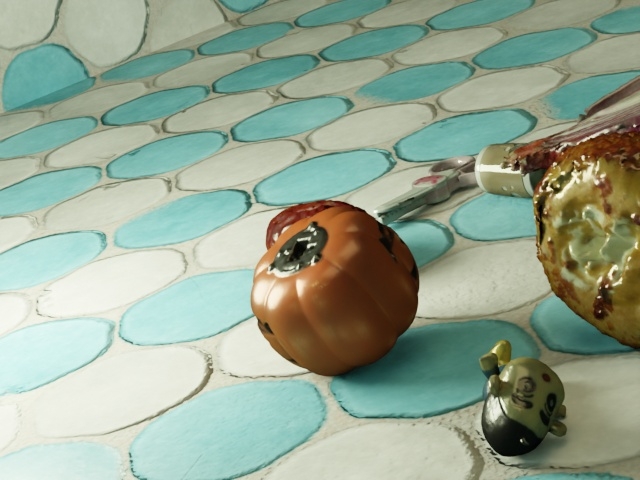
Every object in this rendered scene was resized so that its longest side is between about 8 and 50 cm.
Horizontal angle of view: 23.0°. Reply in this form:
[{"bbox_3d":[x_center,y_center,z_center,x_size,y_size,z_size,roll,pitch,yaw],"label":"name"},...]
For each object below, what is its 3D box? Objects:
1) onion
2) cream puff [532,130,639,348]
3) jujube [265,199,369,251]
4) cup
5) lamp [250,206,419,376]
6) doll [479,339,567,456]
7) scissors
[{"bbox_3d":[0.412,-0.113,1.959,0.349,0.159,0.267,-26,8,13],"label":"onion"},{"bbox_3d":[0.335,-0.005,1.599,0.164,0.240,0.240,-20,19,-36],"label":"cream puff"},{"bbox_3d":[0.000,0.000,1.998,0.112,0.109,0.176,14,-1,-34],"label":"jujube"},{"bbox_3d":[0.273,-0.101,2.125,0.099,0.074,0.102,6,28,45],"label":"cup"},{"bbox_3d":[0.021,0.062,1.740,0.188,0.164,0.187,-26,33,19],"label":"lamp"},{"bbox_3d":[0.192,0.146,1.503,0.089,0.102,0.179,-54,10,24],"label":"doll"},{"bbox_3d":[0.155,-0.073,2.197,0.118,0.030,0.242,4,24,45],"label":"scissors"}]
